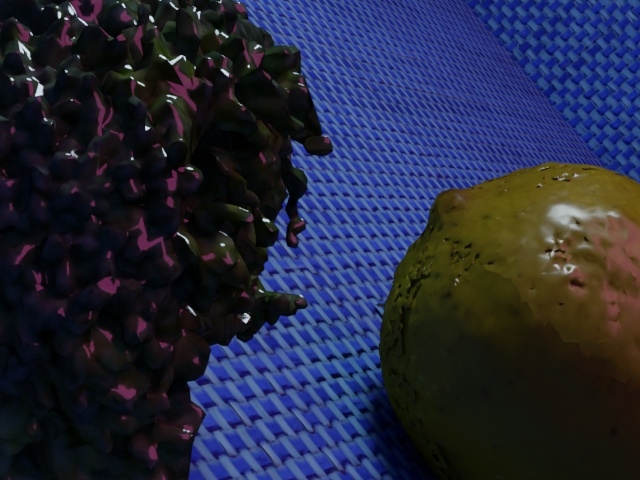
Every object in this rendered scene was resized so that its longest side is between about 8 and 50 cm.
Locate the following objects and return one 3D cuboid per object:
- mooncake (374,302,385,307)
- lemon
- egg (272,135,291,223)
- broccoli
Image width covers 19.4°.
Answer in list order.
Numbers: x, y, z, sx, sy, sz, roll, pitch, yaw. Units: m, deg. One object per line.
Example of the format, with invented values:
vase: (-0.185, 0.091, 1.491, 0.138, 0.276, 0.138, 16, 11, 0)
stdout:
mooncake: (-0.010, 0.007, 1.391, 0.346, 0.057, 0.150, 8, 55, -56)
lemon: (0.183, 0.086, 1.317, 0.310, 0.258, 0.258, 38, 18, -11)
egg: (-0.111, -0.050, 0.998, 0.186, 0.186, 0.241, 51, 8, 11)
broccoli: (-0.160, 0.016, 0.712, 0.249, 0.302, 0.375, 10, 7, -32)
